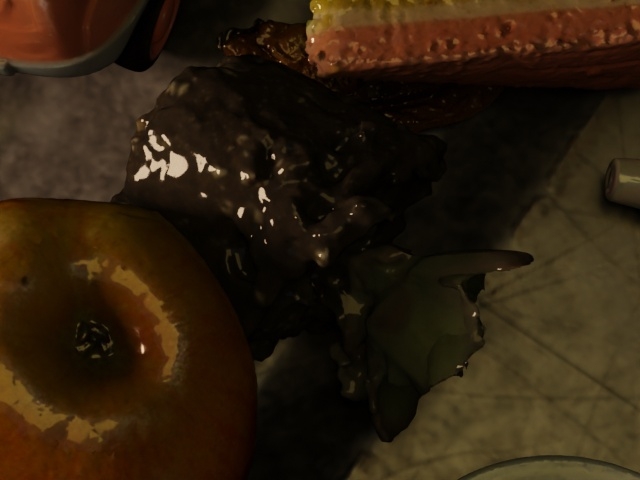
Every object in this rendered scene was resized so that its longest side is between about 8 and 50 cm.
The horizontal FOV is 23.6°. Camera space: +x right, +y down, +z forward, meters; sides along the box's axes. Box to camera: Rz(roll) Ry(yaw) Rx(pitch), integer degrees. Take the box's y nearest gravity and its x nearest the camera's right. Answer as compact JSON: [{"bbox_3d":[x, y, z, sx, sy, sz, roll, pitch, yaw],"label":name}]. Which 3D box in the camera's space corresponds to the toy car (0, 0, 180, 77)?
[{"bbox_3d":[-0.143,-0.228,0.793,0.181,0.212,0.270,20,75,2],"label":"toy car"}]

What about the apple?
[{"bbox_3d":[-0.126,0.076,0.738,0.160,0.173,0.195,-26,79,-20],"label":"apple"}]

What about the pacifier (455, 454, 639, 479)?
[{"bbox_3d":[0.084,0.217,0.694,0.227,0.207,0.279,27,75,10],"label":"pacifier"}]

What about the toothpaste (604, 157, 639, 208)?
[{"bbox_3d":[0.268,-0.020,0.858,0.218,0.033,0.052,8,79,-6],"label":"toothpaste"}]

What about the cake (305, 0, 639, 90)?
[{"bbox_3d":[0.101,-0.143,0.809,0.225,0.090,0.109,-1,76,-26],"label":"cake"}]

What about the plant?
[{"bbox_3d":[0.000,0.000,0.778,0.203,0.131,0.142,31,118,12],"label":"plant"}]

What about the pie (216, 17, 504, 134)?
[{"bbox_3d":[0.042,-0.101,0.863,0.191,0.033,0.088,-17,81,-13],"label":"pie"}]
